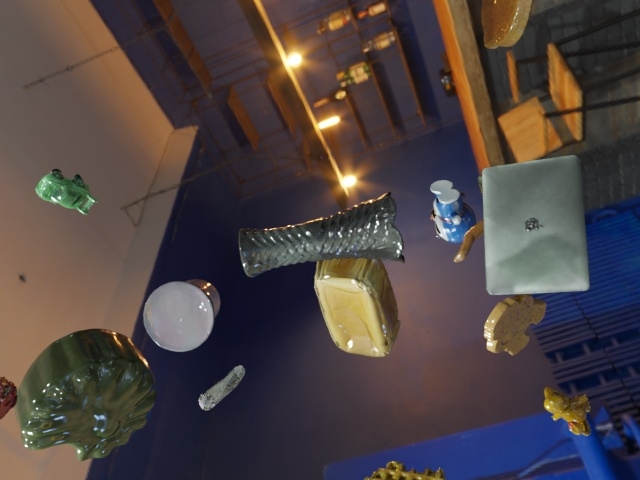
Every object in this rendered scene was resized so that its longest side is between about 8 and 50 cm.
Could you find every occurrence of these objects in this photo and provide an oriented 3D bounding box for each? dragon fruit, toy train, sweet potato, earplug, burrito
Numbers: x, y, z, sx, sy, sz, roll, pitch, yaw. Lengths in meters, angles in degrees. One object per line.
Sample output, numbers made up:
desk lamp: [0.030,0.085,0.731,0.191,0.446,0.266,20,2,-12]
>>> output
dragon fruit: [-0.699,0.348,1.124,0.094,0.190,0.094,45,-173,-7]
toy train: [-0.730,-0.136,1.579,0.081,0.099,0.149,55,-162,25]
sweet potato: [0.396,-0.015,1.405,0.044,0.179,0.044,41,161,18]
earplug: [-0.339,0.173,1.469,0.301,0.172,0.173,-82,-27,-86]
burrito: [-0.327,0.495,1.859,0.203,0.064,0.064,-37,-67,-35]

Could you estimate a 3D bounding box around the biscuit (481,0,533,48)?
biscuit: [0.436,-0.586,1.272,0.257,0.049,0.273,-120,33,-83]

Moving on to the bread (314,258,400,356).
bread: [0.077,0.123,1.105,0.107,0.136,0.241,-65,-34,-42]

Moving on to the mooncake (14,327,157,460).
mooncake: [-0.601,0.410,1.446,0.187,0.351,0.351,36,163,44]

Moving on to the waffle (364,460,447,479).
waffle: [0.263,0.770,1.674,0.291,0.290,0.051,-84,-19,-62]

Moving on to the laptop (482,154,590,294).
laptop: [0.414,-0.030,1.073,0.015,0.187,0.269,27,-118,-56]

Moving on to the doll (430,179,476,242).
doll: [0.477,-0.098,2.017,0.257,0.161,0.215,55,-161,-39]

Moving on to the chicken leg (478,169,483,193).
chicken leg: [0.416,-0.083,1.230,0.227,0.103,0.088,22,-168,-40]

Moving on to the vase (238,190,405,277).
vase: [0.000,0.000,0.829,0.115,0.237,0.116,-11,-90,-86]

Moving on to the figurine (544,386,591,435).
figurine: [0.694,0.484,1.541,0.176,0.121,0.122,29,-149,-27]

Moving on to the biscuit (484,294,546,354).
biscuit: [0.403,0.173,1.152,0.040,0.144,0.236,27,-176,42]
